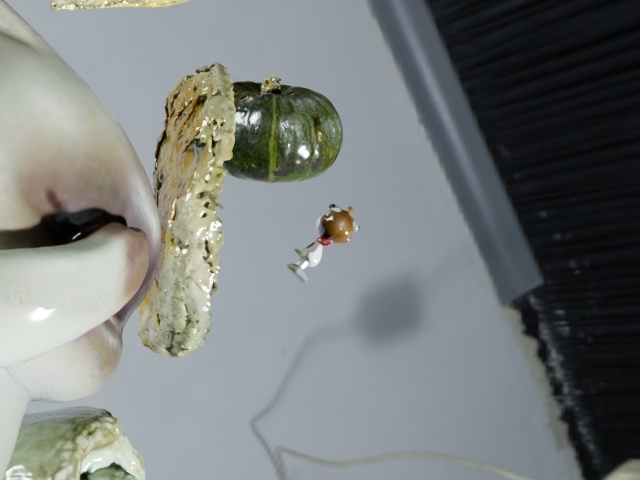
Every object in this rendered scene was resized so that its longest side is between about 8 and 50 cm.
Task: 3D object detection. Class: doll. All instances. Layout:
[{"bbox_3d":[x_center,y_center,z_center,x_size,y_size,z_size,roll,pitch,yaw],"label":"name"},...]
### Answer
[{"bbox_3d":[0.000,0.001,1.156,0.040,0.058,0.085,43,63,-11],"label":"doll"},{"bbox_3d":[-0.210,0.060,0.553,0.370,0.226,0.215,-57,146,-22],"label":"doll"}]

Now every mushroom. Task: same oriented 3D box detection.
[{"bbox_3d":[-0.290,0.261,1.211,0.267,0.189,0.164,-16,104,-68],"label":"mushroom"}]

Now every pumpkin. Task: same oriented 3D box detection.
[{"bbox_3d":[-0.075,-0.165,1.698,0.223,0.223,0.157,-11,112,-38],"label":"pumpkin"}]

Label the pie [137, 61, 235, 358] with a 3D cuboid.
[{"bbox_3d":[-0.116,-0.021,0.989,0.055,0.274,0.274,8,79,-15],"label":"pie"}]

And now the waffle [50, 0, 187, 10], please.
[{"bbox_3d":[-0.202,-0.263,1.218,0.152,0.097,0.023,-12,98,-43],"label":"waffle"}]
